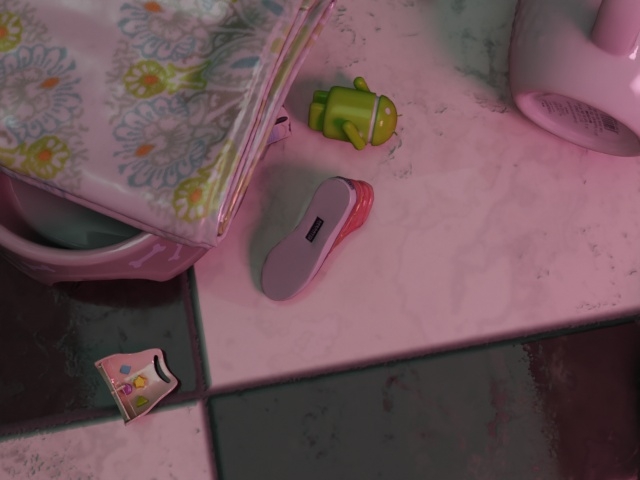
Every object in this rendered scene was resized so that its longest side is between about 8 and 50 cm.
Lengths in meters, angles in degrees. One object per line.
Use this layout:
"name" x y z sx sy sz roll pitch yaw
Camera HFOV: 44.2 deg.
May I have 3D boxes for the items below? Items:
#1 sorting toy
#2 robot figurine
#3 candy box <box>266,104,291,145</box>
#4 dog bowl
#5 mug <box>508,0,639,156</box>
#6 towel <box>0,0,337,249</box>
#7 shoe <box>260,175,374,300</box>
"sorting toy" -0.214 0.166 0.937 0.075 0.045 0.083 -27 78 -13
"robot figurine" 0.044 -0.156 0.992 0.115 0.067 0.101 11 48 4
"candy box" -0.156 -0.178 0.997 0.196 0.070 0.164 -22 78 -4
"dog bowl" -0.255 -0.114 0.899 0.349 0.102 0.348 0 79 2
"mug" 0.358 -0.286 0.869 0.276 0.374 0.328 26 88 17
"towel" -0.208 -0.193 0.817 0.375 0.090 0.320 21 79 7
"shoe" 0.000 0.000 0.962 0.063 0.081 0.178 41 110 20
